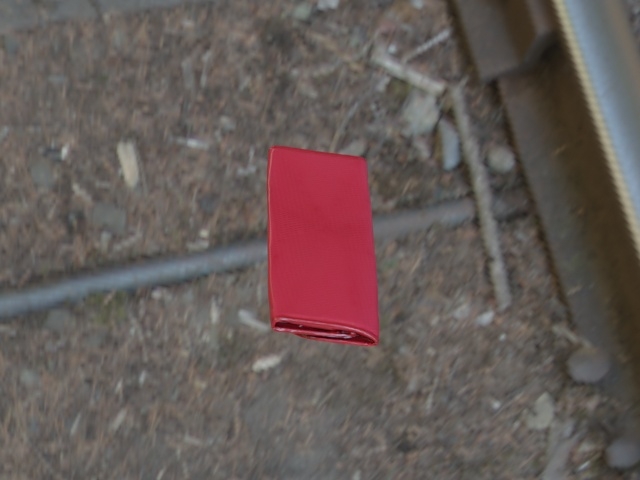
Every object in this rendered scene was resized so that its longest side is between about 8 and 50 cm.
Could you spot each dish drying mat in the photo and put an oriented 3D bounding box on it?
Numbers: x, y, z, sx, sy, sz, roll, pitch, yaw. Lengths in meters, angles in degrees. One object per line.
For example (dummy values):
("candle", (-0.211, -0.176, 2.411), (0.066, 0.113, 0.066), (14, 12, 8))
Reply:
("dish drying mat", (0.000, 0.000, 0.475), (0.032, 0.008, 0.083), (7, 37, -7))
